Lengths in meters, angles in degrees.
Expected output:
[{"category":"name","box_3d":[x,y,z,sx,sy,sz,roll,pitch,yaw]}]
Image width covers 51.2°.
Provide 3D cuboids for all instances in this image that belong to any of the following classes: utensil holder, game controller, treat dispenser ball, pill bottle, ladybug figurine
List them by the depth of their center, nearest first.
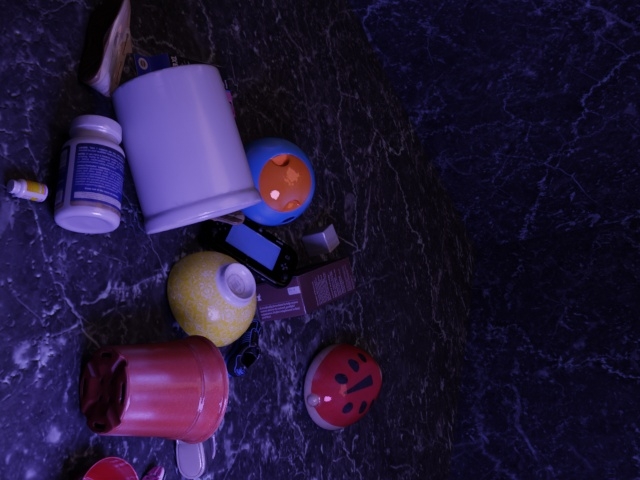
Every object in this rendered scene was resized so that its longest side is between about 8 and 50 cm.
[{"category":"pill bottle","box_3d":[-0.675,-0.117,1.537,0.083,0.043,0.043,15,66,-57]},{"category":"pill bottle","box_3d":[-0.561,-0.162,1.638,0.153,0.153,0.265,26,58,-53]},{"category":"utensil holder","box_3d":[-0.371,-0.245,1.831,0.327,0.327,0.386,-19,92,-60]},{"category":"game controller","box_3d":[-0.216,0.020,2.104,0.319,0.067,0.167,34,54,-15]},{"category":"treat dispenser ball","box_3d":[-0.161,-0.192,2.186,0.288,0.288,0.288,29,55,-52]},{"category":"ladybug figurine","box_3d":[0.097,0.534,2.466,0.449,0.161,0.305,-14,92,-60]}]

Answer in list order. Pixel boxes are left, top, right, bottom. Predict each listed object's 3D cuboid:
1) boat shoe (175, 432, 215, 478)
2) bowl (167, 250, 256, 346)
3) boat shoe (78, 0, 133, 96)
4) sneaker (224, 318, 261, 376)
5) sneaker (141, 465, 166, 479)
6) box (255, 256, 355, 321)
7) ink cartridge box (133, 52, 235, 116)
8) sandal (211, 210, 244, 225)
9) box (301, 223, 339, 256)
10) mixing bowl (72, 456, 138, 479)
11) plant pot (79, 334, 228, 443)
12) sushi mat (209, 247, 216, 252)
[{"category":"boat shoe","box_3d":[-0.345,0.472,1.821,0.095,0.112,0.335,17,69,-76]},{"category":"bowl","box_3d":[-0.280,0.145,1.926,0.289,0.156,0.290,29,46,-36]},{"category":"boat shoe","box_3d":[-0.568,-0.536,1.821,0.098,0.109,0.303,38,53,-54]},{"category":"sneaker","box_3d":[-0.221,0.332,2.081,0.081,0.090,0.232,58,36,-29]},{"category":"sneaker","box_3d":[-0.416,0.653,1.664,0.075,0.063,0.171,43,49,-44]},{"category":"box","box_3d":[-0.047,0.166,2.337,0.381,0.191,0.143,-13,91,-59]},{"category":"ink cartridge box","box_3d":[-0.416,-0.479,2.094,0.371,0.069,0.176,-8,86,-57]},{"category":"sandal","box_3d":[-0.317,-0.088,2.044,0.049,0.180,0.072,107,8,-58]},{"category":"box","box_3d":[0.000,0.000,2.566,0.102,0.101,0.087,-44,116,-57]},{"category":"mixing bowl","box_3d":[-0.506,0.583,1.502,0.181,0.098,0.182,29,55,-53]},{"category":"plant pot","box_3d":[-0.412,0.360,1.613,0.265,0.272,0.273,13,68,-48]},{"category":"sushi mat","box_3d":[-0.305,0.099,2.101,0.151,0.019,0.317,42,45,-46]}]
